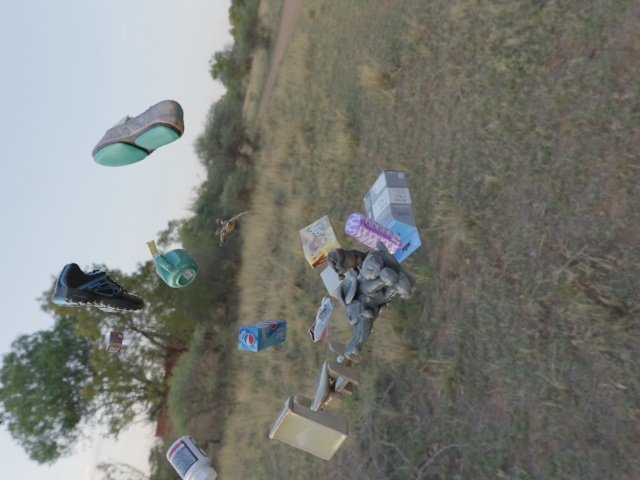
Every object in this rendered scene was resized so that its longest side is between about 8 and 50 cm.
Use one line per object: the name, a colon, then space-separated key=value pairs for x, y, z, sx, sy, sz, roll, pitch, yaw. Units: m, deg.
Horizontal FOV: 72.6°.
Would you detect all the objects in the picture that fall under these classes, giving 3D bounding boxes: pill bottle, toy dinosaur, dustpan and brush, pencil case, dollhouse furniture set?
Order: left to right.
pill bottle: x=-0.464 y=0.812 z=1.584 sx=0.180 sy=0.108 sz=0.107 roll=33 pitch=120 yaw=31
toy dinosaur: x=-0.370 y=-0.063 z=1.741 sx=0.053 sy=0.093 sz=0.183 roll=44 pitch=103 yaw=26
dollhouse furniture set: x=-0.034 y=0.654 z=1.808 sx=0.362 sy=0.257 sz=0.394 roll=-60 pitch=9 yaw=22
dustpan and brush: x=0.015 y=0.262 z=1.628 sx=0.147 sy=0.060 sz=0.211 roll=-66 pitch=-7 yaw=19
pencil case: x=0.178 y=-0.019 z=1.445 sx=0.088 sy=0.206 sz=0.086 roll=13 pitch=81 yaw=60

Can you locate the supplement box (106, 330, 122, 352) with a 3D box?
supplement box: x=-0.904 y=0.446 z=1.914 sx=0.043 sy=0.055 sz=0.083 roll=-55 pitch=34 yaw=20

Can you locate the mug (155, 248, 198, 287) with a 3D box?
mug: x=-0.521 y=0.110 z=1.576 sx=0.097 sy=0.158 sz=0.129 roll=38 pitch=120 yaw=27

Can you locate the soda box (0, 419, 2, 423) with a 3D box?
soda box: x=-1.173 y=0.601 z=1.424 sx=0.069 sy=0.216 sz=0.073 roll=81 pitch=-158 yaw=-71

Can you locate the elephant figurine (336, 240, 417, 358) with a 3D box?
elephant figurine: x=0.118 y=0.152 z=1.135 sx=0.239 sy=0.169 sz=0.186 roll=-55 pitch=-19 yaw=23

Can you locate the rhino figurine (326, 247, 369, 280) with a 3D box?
rhino figurine: x=0.115 y=0.071 z=1.477 sx=0.073 sy=0.243 sz=0.106 roll=-48 pitch=59 yaw=32

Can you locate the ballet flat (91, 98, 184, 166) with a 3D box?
ballet flat: x=-0.448 y=-0.268 z=1.085 sx=0.316 sy=0.108 sz=0.106 roll=-10 pitch=69 yaw=29

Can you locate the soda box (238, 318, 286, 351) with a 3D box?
soda box: x=-0.183 y=0.303 z=1.410 sx=0.210 sy=0.067 sz=0.071 roll=11 pitch=-98 yaw=-71

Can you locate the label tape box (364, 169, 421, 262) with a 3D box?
label tape box: x=0.291 y=-0.090 z=1.825 sx=0.240 sy=0.106 sz=0.333 roll=121 pitch=146 yaw=-61

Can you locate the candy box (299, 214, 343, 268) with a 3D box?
candy box: x=0.000 y=0.000 z=2.315 sx=0.087 sy=0.183 sz=0.316 roll=57 pitch=-172 yaw=-26

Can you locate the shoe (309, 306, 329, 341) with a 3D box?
shoe: x=-0.007 y=0.395 z=2.038 sx=0.063 sy=0.081 sz=0.177 roll=34 pitch=137 yaw=44

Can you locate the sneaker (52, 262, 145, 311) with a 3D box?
sneaker: x=-0.749 y=0.174 z=1.526 sx=0.341 sy=0.125 sz=0.139 roll=36 pitch=-130 yaw=-60

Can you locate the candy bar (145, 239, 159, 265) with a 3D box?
candy bar: x=-0.771 y=0.056 z=2.023 sx=0.161 sy=0.040 sz=0.018 roll=54 pitch=156 yaw=32

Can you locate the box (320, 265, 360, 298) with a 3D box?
box: x=0.160 y=0.209 z=1.920 sx=0.121 sy=0.311 sz=0.148 roll=-45 pitch=38 yaw=16
